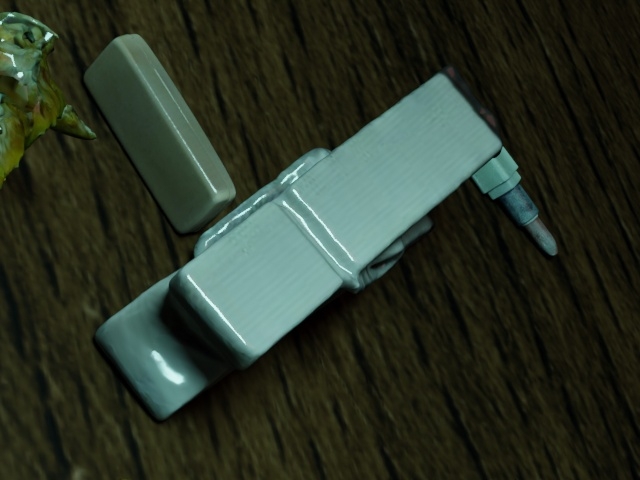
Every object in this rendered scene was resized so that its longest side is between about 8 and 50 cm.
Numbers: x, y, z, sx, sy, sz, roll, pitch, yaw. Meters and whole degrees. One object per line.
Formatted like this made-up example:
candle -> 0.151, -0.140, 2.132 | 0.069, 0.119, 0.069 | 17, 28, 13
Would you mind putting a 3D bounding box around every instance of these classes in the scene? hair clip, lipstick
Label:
hair clip -> -0.003, -0.004, 1.102 | 0.085, 0.101, 0.331 | 55, 36, 1
lipstick -> 0.134, -0.033, 1.344 | 0.107, 0.025, 0.025 | 53, 34, -7

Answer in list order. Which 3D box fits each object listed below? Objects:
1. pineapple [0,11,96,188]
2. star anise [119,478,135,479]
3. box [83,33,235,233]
pineapple -> -0.212, -0.056, 0.855 | 0.158, 0.161, 0.334 | 46, 37, -3
star anise -> -0.161, 0.160, 0.719 | 0.346, 0.148, 0.237 | 3, 53, -59
box -> -0.091, -0.061, 1.091 | 0.025, 0.048, 0.115 | -22, 75, -48
